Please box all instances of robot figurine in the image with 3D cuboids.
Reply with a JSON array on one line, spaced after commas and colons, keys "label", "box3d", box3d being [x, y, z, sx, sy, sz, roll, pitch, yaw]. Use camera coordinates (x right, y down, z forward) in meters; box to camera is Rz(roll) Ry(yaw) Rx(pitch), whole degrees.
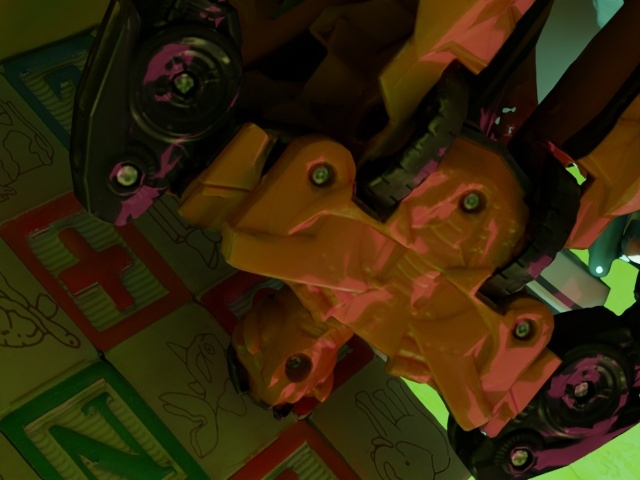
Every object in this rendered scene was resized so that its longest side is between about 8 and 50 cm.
[{"label": "robot figurine", "box3d": [0.072, -0.076, 0.431, 0.291, 0.211, 0.085, -49, -152, 6]}]

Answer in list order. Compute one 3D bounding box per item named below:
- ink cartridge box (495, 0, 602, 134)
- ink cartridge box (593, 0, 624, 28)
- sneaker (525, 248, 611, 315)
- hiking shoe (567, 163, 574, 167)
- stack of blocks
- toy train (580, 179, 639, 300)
[{"label": "ink cartridge box", "box3d": [0.081, -0.077, 0.850, 0.160, 0.092, 0.219, -40, 174, -22]}, {"label": "ink cartridge box", "box3d": [0.250, -0.151, 0.618, 0.270, 0.198, 0.197, -59, 172, 6]}, {"label": "sneaker", "box3d": [0.082, 0.025, 1.099, 0.127, 0.126, 0.321, -49, -169, 1]}, {"label": "hiking shoe", "box3d": [0.139, -0.098, 1.160, 0.132, 0.113, 0.304, -12, 180, 1]}, {"label": "stack of blocks", "box3d": [-0.045, 0.033, 0.497, 0.087, 0.171, 0.297, -46, 173, 35]}, {"label": "toy train", "box3d": [0.231, -0.105, 0.905, 0.190, 0.142, 0.334, 98, 10, -60]}]
